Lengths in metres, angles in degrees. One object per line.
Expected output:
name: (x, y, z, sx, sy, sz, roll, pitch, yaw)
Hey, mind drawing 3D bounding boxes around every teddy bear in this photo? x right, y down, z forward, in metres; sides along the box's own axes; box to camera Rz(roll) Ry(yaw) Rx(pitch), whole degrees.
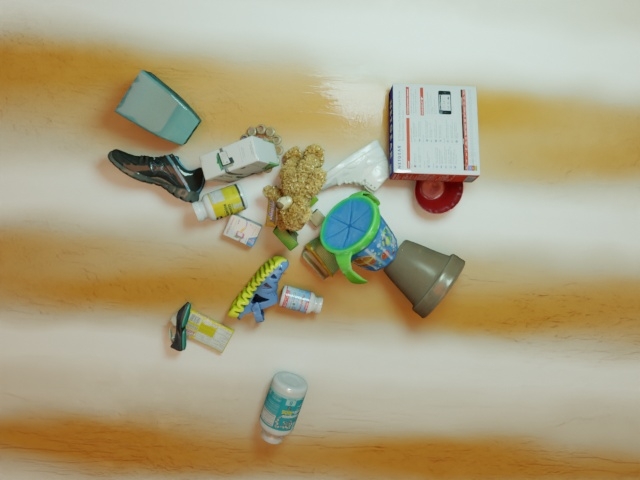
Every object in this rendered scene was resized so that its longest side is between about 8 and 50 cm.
teddy bear: (-0.087, -0.201, 1.637, 0.245, 0.113, 0.337, 17, 72, 29)

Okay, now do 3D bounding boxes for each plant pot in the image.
plant pot: (0.367, 0.121, 1.756, 0.229, 0.263, 0.263, 35, 99, 10)
plant pot: (-0.543, -0.444, 1.629, 0.234, 0.165, 0.165, 35, 98, -15)

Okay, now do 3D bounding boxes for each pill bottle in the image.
pill bottle: (-0.366, -0.132, 1.707, 0.184, 0.103, 0.103, -22, 102, -12)
pill bottle: (-0.075, 0.233, 1.820, 0.160, 0.087, 0.087, 15, 101, -5)
pill bottle: (-0.156, 0.671, 1.878, 0.147, 0.146, 0.263, 17, 101, -6)

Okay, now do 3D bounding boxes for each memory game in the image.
memory game: (-0.219, -0.329, 1.701, 0.187, 0.012, 0.185, 1, 92, 21)

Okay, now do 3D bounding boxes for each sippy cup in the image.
sippy cup: (0.155, -0.008, 1.675, 0.305, 0.240, 0.224, -53, 131, -1)

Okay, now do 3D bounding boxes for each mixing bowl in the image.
mixing bowl: (0.427, -0.194, 1.746, 0.182, 0.098, 0.181, 0, 102, -1)

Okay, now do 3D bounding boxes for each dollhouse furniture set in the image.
dollhouse furniture set: (0.000, 0.000, 1.742, 0.198, 0.151, 0.301, -41, 100, 6)

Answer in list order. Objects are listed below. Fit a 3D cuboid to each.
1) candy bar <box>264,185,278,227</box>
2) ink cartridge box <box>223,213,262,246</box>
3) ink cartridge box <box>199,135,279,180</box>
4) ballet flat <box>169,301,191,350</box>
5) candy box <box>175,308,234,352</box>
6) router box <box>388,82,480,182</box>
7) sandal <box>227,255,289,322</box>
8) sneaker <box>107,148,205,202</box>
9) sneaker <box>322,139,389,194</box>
candy bar: (-0.184, -0.129, 1.778, 0.040, 0.018, 0.161, 6, 102, -4)
ink cartridge box: (-0.293, -0.040, 1.774, 0.123, 0.052, 0.088, 24, 100, -5)
ink cartridge box: (-0.281, -0.276, 1.634, 0.220, 0.160, 0.092, -16, 86, 22)
ballet flat: (-0.545, 0.329, 1.806, 0.074, 0.074, 0.202, 9, 103, -4)
candy box: (-0.455, 0.355, 1.861, 0.206, 0.027, 0.105, 28, 102, -7)
router box: (0.396, -0.380, 1.657, 0.302, 0.082, 0.334, 2, 79, -2)
sandal: (-0.215, 0.195, 1.798, 0.138, 0.126, 0.317, 36, 106, -12)
sneaker: (-0.581, -0.261, 1.692, 0.341, 0.125, 0.139, 23, 97, -17)
sneaker: (0.127, -0.223, 1.725, 0.293, 0.108, 0.169, -32, 98, 3)
